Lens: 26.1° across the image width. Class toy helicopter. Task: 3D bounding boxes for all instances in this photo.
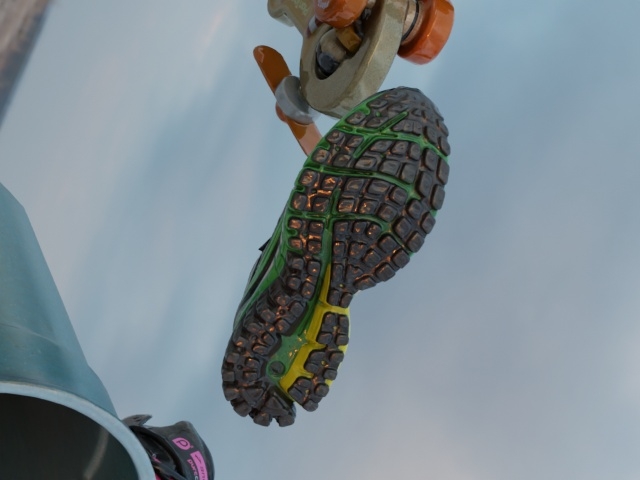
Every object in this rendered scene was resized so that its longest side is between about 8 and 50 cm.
[{"bbox_3d":[0.001,-0.240,1.645,0.235,0.140,0.355,-62,-153,15],"label":"toy helicopter"}]

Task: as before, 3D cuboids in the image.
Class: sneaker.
[{"bbox_3d":[-0.224,0.269,1.546,0.202,0.185,0.483,-24,-177,-2],"label":"sneaker"},{"bbox_3d":[0.000,0.000,1.314,0.344,0.134,0.146,-58,-163,15],"label":"sneaker"}]

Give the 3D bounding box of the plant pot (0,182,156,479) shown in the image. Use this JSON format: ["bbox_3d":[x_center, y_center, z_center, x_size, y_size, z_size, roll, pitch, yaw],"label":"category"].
[{"bbox_3d":[-0.342,0.118,1.170,0.341,0.341,0.334,-58,-143,31],"label":"plant pot"}]
